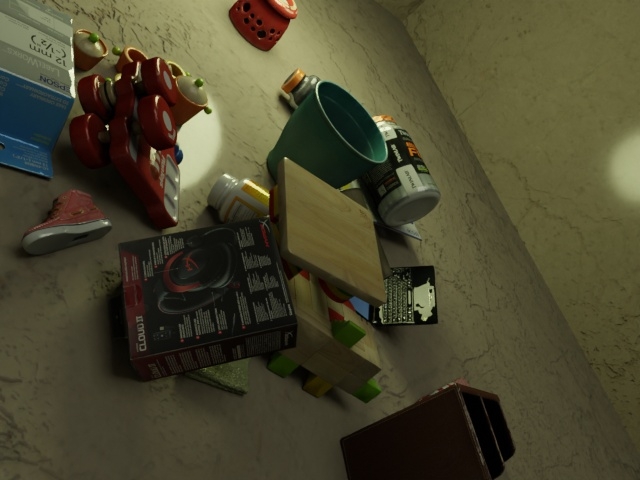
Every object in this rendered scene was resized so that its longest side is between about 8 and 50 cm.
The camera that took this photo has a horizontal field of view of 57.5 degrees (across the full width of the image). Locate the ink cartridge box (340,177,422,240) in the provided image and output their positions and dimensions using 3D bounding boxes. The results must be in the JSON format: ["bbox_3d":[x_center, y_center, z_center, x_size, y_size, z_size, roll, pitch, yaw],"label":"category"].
[{"bbox_3d":[0.180,-0.140,1.923,0.303,0.072,0.307,17,48,-47],"label":"ink cartridge box"}]

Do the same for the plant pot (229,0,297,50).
[{"bbox_3d":[-0.183,-0.772,1.975,0.191,0.174,0.191,37,33,-29],"label":"plant pot"}]

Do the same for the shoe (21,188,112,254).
[{"bbox_3d":[-0.435,-0.033,0.973,0.081,0.063,0.178,54,25,5],"label":"shoe"}]

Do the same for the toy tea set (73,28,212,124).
[{"bbox_3d":[-0.395,-0.385,1.326,0.336,0.124,0.200,1,58,-54],"label":"toy tea set"}]

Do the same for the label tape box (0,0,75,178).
[{"bbox_3d":[-0.569,-0.303,1.016,0.249,0.115,0.348,18,43,-44],"label":"label tape box"}]

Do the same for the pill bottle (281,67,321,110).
[{"bbox_3d":[-0.013,-0.449,1.913,0.245,0.130,0.130,40,33,-20],"label":"pill bottle"}]

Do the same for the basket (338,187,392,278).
[{"bbox_3d":[0.067,0.009,1.398,0.204,0.154,0.227,-14,76,-52],"label":"basket"}]

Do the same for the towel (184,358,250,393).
[{"bbox_3d":[-0.189,0.219,1.078,0.148,0.027,0.110,32,37,-31],"label":"towel"}]

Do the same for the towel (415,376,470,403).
[{"bbox_3d":[0.366,0.503,1.536,0.329,0.037,0.237,-2,60,-54],"label":"towel"}]

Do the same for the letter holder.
[{"bbox_3d":[0.215,0.443,1.125,0.152,0.302,0.214,24,41,-40],"label":"letter holder"}]

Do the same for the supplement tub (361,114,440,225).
[{"bbox_3d":[0.223,-0.220,1.807,0.193,0.193,0.316,8,52,-51],"label":"supplement tub"}]

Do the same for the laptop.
[{"bbox_3d":[0.179,0.106,1.589,0.234,0.264,0.137,-80,163,-51],"label":"laptop"}]

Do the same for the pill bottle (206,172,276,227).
[{"bbox_3d":[-0.144,-0.061,1.311,0.215,0.117,0.117,33,31,3],"label":"pill bottle"}]

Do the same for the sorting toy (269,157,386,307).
[{"bbox_3d":[0.000,0.000,1.180,0.257,0.089,0.255,30,37,-33],"label":"sorting toy"}]

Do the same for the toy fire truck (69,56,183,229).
[{"bbox_3d":[-0.352,-0.202,1.170,0.254,0.169,0.302,70,7,-50],"label":"toy fire truck"}]

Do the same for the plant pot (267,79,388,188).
[{"bbox_3d":[0.001,-0.250,1.600,0.271,0.255,0.272,34,36,-29],"label":"plant pot"}]

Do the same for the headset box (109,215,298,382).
[{"bbox_3d":[-0.205,0.096,0.984,0.293,0.110,0.218,-12,59,-11],"label":"headset box"}]

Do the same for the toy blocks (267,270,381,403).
[{"bbox_3d":[-0.020,0.151,1.268,0.381,0.191,0.261,36,22,-26],"label":"toy blocks"}]
